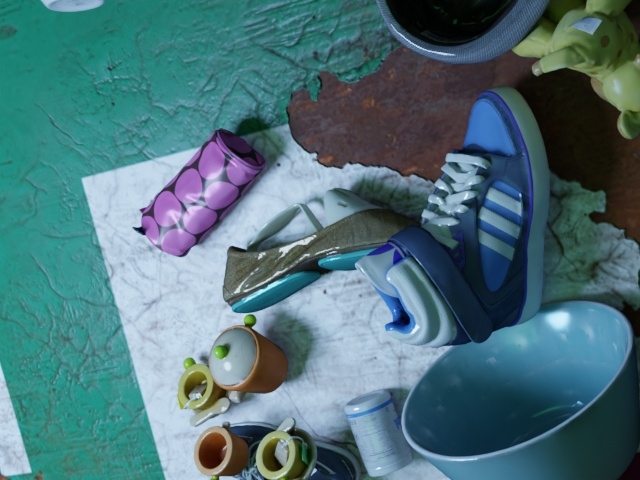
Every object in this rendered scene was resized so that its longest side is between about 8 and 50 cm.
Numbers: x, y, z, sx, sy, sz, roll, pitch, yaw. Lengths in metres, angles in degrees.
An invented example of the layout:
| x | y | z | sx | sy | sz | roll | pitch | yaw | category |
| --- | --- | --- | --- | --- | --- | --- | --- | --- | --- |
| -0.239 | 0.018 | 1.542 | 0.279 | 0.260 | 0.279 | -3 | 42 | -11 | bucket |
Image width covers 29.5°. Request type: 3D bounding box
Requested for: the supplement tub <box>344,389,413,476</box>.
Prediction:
| x | y | z | sx | sy | sz | roll | pitch | yaw | category |
| --- | --- | --- | --- | --- | --- | --- | --- | --- | --- |
| 0.082 | 0.272 | 1.727 | 0.071 | 0.071 | 0.107 | -19 | 94 | 27 | supplement tub |

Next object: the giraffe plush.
| x | y | z | sx | sy | sz | roll | pitch | yaw | category |
| --- | --- | --- | --- | --- | --- | --- | --- | --- | --- |
| 0.353 | -0.226 | 1.457 | 0.170 | 0.210 | 0.181 | 39 | 113 | -20 | giraffe plush |

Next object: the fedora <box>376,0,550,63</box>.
| x | y | z | sx | sy | sz | roll | pitch | yaw | category |
| --- | --- | --- | --- | --- | --- | --- | --- | --- | --- |
| 0.194 | -0.353 | 1.508 | 0.243 | 0.124 | 0.275 | 40 | 123 | 14 | fedora |

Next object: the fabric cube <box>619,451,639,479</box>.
| x | y | z | sx | sy | sz | roll | pitch | yaw | category |
| --- | --- | --- | --- | --- | --- | --- | --- | --- | --- |
| 0.400 | 0.426 | 1.511 | 0.259 | 0.258 | 0.254 | -21 | 91 | 26 | fabric cube |

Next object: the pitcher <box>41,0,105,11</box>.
| x | y | z | sx | sy | sz | roll | pitch | yaw | category |
| --- | --- | --- | --- | --- | --- | --- | --- | --- | --- |
| -0.338 | -0.444 | 1.745 | 0.177 | 0.125 | 0.207 | -7 | 87 | 10 | pitcher |

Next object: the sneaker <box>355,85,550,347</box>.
| x | y | z | sx | sy | sz | roll | pitch | yaw | category |
| --- | --- | --- | --- | --- | --- | --- | --- | --- | --- |
| 0.156 | -0.022 | 1.528 | 0.130 | 0.236 | 0.323 | -157 | 61 | -63 | sneaker |

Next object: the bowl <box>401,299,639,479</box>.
| x | y | z | sx | sy | sz | roll | pitch | yaw | category |
| --- | --- | --- | --- | --- | --- | --- | --- | --- | --- |
| 0.274 | 0.230 | 1.529 | 0.311 | 0.311 | 0.163 | -18 | 112 | 27 | bowl |

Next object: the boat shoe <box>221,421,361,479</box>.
| x | y | z | sx | sy | sz | roll | pitch | yaw | category |
| --- | --- | --- | --- | --- | --- | --- | --- | --- | --- |
| -0.069 | 0.335 | 1.804 | 0.254 | 0.079 | 0.095 | 13 | 106 | 22 | boat shoe |

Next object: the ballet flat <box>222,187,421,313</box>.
| x | y | z | sx | sy | sz | roll | pitch | yaw | category |
| --- | --- | --- | --- | --- | --- | --- | --- | --- | --- |
| 0.000 | 0.000 | 1.698 | 0.342 | 0.116 | 0.124 | -21 | 73 | 31 | ballet flat |

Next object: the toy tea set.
| x | y | z | sx | sy | sz | roll | pitch | yaw | category |
| --- | --- | --- | --- | --- | --- | --- | --- | --- | --- |
| -0.123 | 0.274 | 1.722 | 0.200 | 0.124 | 0.336 | -35 | 54 | 21 | toy tea set |

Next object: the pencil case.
| x | y | z | sx | sy | sz | roll | pitch | yaw | category |
| --- | --- | --- | --- | --- | --- | --- | --- | --- | --- |
| -0.175 | -0.072 | 1.761 | 0.209 | 0.095 | 0.098 | -44 | 66 | 23 | pencil case |
